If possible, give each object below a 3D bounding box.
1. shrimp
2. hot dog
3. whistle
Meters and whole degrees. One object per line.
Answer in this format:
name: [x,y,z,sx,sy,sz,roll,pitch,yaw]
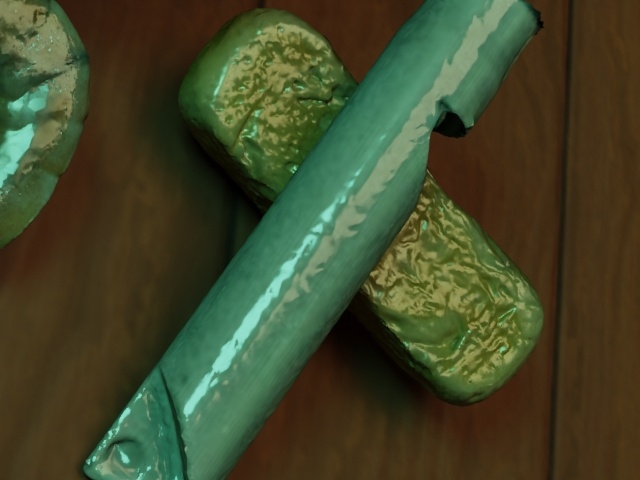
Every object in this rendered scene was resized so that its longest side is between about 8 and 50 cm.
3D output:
shrimp: [-0.202,-0.062,0.770,0.195,0.035,0.148,18,85,-13]
hot dog: [0.020,-0.017,0.932,0.084,0.073,0.242,-46,106,-10]
whistle: [0.000,0.000,0.853,0.062,0.062,0.312,41,76,-23]
